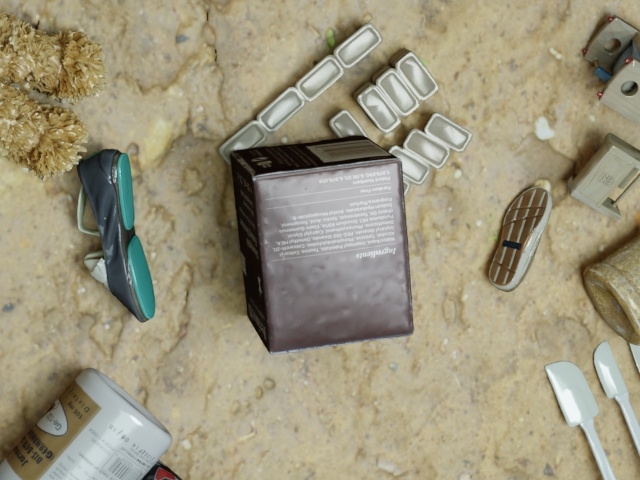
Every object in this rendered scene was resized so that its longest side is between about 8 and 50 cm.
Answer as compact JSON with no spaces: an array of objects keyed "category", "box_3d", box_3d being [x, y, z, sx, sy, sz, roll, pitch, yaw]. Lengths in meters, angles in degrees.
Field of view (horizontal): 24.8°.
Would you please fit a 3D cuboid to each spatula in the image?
[{"category":"spatula","box_3d":[0.404,0.237,1.853,0.168,0.019,0.242,-23,90,-16]}]

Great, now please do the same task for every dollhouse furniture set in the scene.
[{"category":"dollhouse furniture set","box_3d":[0.359,-0.150,1.778,0.129,0.129,0.183,28,118,-17]}]

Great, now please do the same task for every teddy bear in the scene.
[{"category":"teddy bear","box_3d":[-0.391,-0.185,1.541,0.338,0.113,0.245,35,84,-18]}]

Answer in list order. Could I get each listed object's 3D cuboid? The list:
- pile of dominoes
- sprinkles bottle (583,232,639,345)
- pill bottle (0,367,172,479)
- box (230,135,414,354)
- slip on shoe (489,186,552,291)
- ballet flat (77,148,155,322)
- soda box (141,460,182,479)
[{"category":"pile of dominoes","box_3d":[0.031,-0.118,1.723,0.251,0.040,0.196,-40,107,0]},{"category":"sprinkles bottle","box_3d":[0.502,-0.011,1.819,0.355,0.121,0.121,-34,105,-10]},{"category":"pill bottle","box_3d":[-0.284,0.265,1.616,0.131,0.131,0.229,43,84,-17]},{"category":"box","box_3d":[0.000,0.000,1.635,0.167,0.168,0.203,-7,103,-11]},{"category":"slip on shoe","box_3d":[0.249,0.000,1.790,0.041,0.051,0.135,32,76,-57]},{"category":"ballet flat","box_3d":[-0.235,-0.003,1.636,0.074,0.074,0.203,-13,106,-15]},{"category":"soda box","box_3d":[-0.176,0.295,1.631,0.053,0.169,0.060,42,84,-17]}]
